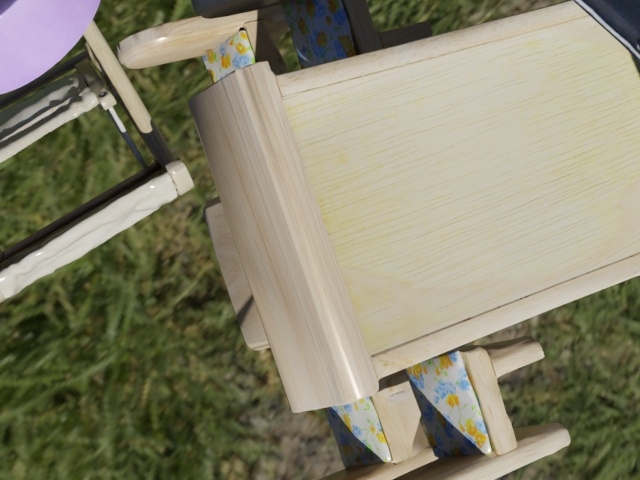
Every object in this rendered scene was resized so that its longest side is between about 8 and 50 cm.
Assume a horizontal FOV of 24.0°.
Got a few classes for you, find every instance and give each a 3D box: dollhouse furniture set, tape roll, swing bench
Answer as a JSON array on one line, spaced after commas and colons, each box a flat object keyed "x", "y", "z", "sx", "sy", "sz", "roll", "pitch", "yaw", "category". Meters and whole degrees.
[{"x": 0.000, "y": 0.000, "z": 0.944, "sx": 0.394, "sy": 0.256, "sz": 0.362, "roll": -20, "pitch": 88, "yaw": 59, "category": "dollhouse furniture set"}, {"x": -0.308, "y": -0.236, "z": 1.443, "sx": 0.189, "sy": 0.189, "sz": 0.080, "roll": -10, "pitch": 142, "yaw": 25, "category": "tape roll"}, {"x": -0.305, "y": -0.088, "z": 1.662, "sx": 0.253, "sy": 0.165, "sz": 0.254, "roll": -31, "pitch": 78, "yaw": -6, "category": "swing bench"}]

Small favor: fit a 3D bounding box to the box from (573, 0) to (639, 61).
[{"x": 0.232, "y": -0.218, "z": 0.804, "sx": 0.293, "sy": 0.395, "sz": 0.212, "roll": 49, "pitch": 114, "yaw": 27, "category": "box"}]
